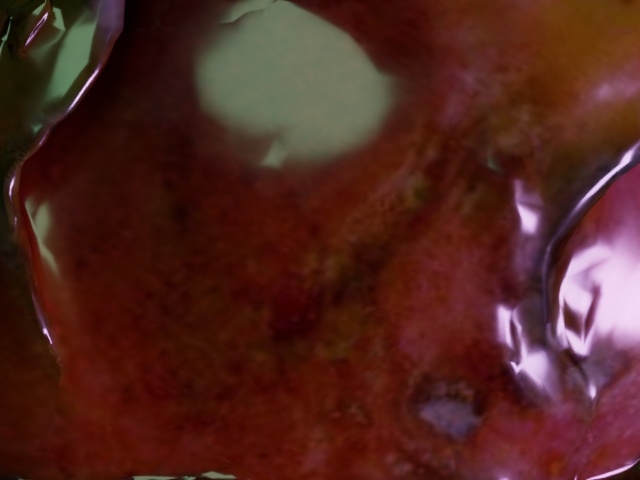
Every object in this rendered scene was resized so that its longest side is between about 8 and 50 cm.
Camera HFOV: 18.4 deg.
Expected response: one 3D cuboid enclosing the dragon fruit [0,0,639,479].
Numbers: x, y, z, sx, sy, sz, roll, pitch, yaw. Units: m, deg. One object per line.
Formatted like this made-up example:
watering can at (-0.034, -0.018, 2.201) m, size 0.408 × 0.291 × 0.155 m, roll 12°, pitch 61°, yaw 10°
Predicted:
dragon fruit at (0.003, -0.003, 0.451) m, size 0.315 × 0.250 × 0.250 m, roll -54°, pitch 49°, yaw 30°
